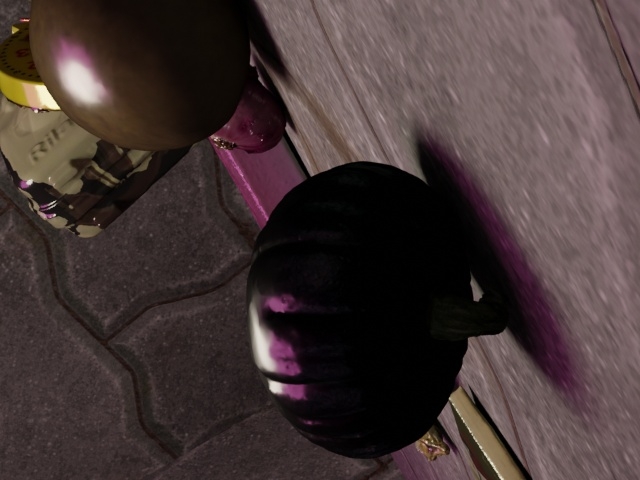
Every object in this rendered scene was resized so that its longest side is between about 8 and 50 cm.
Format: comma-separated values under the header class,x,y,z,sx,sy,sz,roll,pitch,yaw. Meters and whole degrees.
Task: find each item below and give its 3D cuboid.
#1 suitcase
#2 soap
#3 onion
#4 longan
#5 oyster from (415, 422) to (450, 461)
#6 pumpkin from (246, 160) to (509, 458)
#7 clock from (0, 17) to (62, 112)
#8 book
class,x,y,z,sx,sy,sz,roll,pitch,yaw
suitcase,-0.318,-0.215,2.103,0.194,0.351,0.339,42,-169,-40
soap,-0.074,-0.094,1.841,0.259,0.081,0.181,61,176,-17
onion,-0.091,-0.149,1.640,0.115,0.104,0.115,15,161,5
longan,-0.176,-0.192,1.466,0.248,0.248,0.248,60,176,7
oyster,0.127,0.238,1.962,0.121,0.045,0.146,57,-177,6
pumpkin,0.027,0.045,0.958,0.150,0.194,0.194,-8,115,55
clock,-0.268,-0.249,1.814,0.293,0.277,0.071,-125,22,-56
book,0.204,0.283,1.454,0.201,0.026,0.289,55,173,37
